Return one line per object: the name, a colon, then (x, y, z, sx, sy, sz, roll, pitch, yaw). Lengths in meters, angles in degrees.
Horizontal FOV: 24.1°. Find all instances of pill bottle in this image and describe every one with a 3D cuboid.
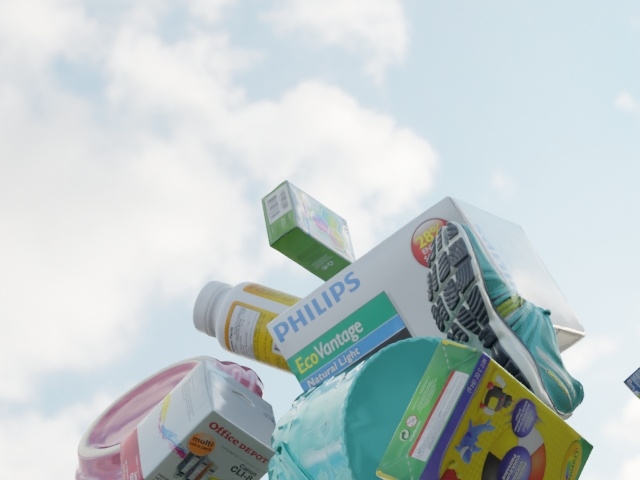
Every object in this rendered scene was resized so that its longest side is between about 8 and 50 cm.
pill bottle: (-0.101, 0.151, 2.679, 0.136, 0.246, 0.136, -38, -44, -48)

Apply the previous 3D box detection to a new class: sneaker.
sneaker: (0.216, 0.100, 1.789, 0.110, 0.275, 0.107, -15, -22, -35)

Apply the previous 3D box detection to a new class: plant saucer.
plant saucer: (-0.245, 0.281, 2.287, 0.332, 0.332, 0.084, -29, -74, 9)

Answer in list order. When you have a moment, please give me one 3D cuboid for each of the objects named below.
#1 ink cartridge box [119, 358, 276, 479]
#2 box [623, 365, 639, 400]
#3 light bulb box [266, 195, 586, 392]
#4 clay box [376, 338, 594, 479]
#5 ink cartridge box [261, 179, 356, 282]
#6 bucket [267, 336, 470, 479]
ink cartridge box: (-0.157, 0.274, 1.972, 0.128, 0.127, 0.176, 37, -75, -25)
box: (0.498, 0.242, 2.068, 0.054, 0.169, 0.059, -43, -34, 5)
light bulb box: (0.173, 0.138, 2.318, 0.358, 0.225, 0.361, -36, -19, 16)
clay box: (0.152, 0.192, 1.274, 0.222, 0.053, 0.127, 39, -107, -39)
ink cartridge box: (0.000, 0.000, 2.429, 0.062, 0.109, 0.209, -36, -48, 23)
bucket: (0.098, 0.249, 1.688, 0.281, 0.281, 0.183, -7, -19, -26)
